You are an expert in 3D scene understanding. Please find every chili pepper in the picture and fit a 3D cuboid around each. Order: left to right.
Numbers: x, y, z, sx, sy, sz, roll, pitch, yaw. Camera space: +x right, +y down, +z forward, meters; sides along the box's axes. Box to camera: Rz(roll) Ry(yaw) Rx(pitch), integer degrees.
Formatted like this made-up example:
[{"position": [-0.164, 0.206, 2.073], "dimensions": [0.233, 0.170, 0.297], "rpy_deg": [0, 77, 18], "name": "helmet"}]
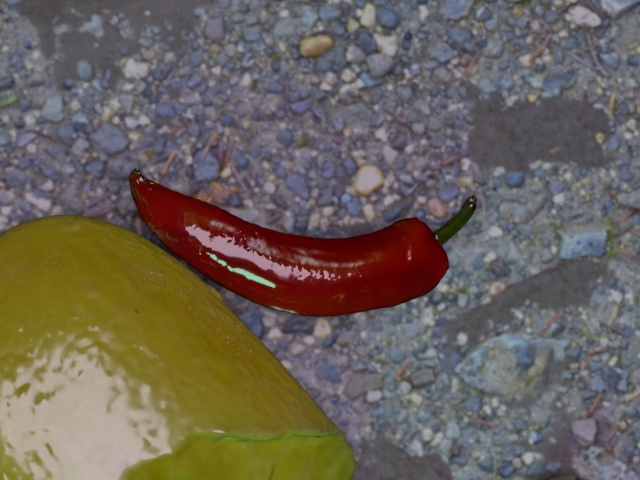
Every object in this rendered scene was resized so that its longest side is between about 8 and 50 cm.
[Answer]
[{"position": [-0.004, 0.006, 1.934], "dimensions": [0.369, 0.092, 0.137], "rpy_deg": [5, 78, -24], "name": "chili pepper"}]

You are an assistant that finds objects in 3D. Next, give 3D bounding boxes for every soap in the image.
[{"position": [-0.183, 0.172, 1.873], "dimensions": [0.427, 0.115, 0.306], "rpy_deg": [41, 77, -7], "name": "soap"}]

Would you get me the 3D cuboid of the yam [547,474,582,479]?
[{"position": [0.323, 0.354, 2.001], "dimensions": [0.066, 0.066, 0.299], "rpy_deg": [-45, 96, -13], "name": "yam"}]
